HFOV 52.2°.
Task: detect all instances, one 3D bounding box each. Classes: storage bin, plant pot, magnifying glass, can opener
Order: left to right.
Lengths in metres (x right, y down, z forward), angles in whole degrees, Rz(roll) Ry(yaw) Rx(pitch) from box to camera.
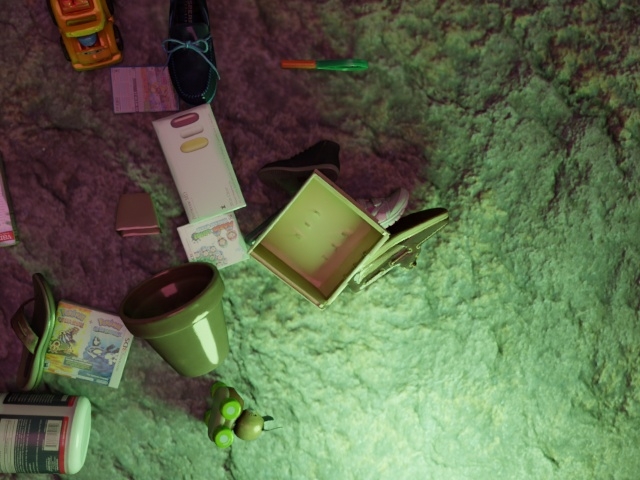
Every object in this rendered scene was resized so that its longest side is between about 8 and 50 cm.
[{"bbox_3d":[-0.466,-0.067,1.669,0.109,0.109,0.096,-5,82,-10],"label":"plant pot"},{"bbox_3d":[-0.343,0.216,1.654,0.263,0.263,0.229,-23,115,-8],"label":"plant pot"},{"bbox_3d":[-0.074,-0.067,1.742,0.283,0.095,0.076,-40,99,-6],"label":"can opener"},{"bbox_3d":[0.000,0.000,1.664,0.260,0.123,0.262,39,100,-9],"label":"storage bin"},{"bbox_3d":[0.011,-0.471,1.743,0.231,0.092,0.026,-1,97,0],"label":"magnifying glass"}]

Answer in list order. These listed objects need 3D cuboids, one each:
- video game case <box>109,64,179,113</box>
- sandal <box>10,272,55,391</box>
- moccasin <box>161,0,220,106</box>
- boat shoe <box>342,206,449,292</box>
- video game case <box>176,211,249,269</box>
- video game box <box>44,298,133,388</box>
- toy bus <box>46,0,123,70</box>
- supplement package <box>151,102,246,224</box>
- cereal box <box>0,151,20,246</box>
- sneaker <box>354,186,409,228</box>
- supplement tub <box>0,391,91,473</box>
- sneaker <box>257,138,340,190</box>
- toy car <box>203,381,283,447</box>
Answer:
[{"bbox_3d":[-0.453,-0.391,1.688,0.167,0.015,0.119,-4,94,-10],"label":"video game case"},{"bbox_3d":[-0.725,0.231,1.619,0.086,0.120,0.302,10,93,-39],"label":"sandal"},{"bbox_3d":[-0.332,-0.497,1.600,0.138,0.117,0.341,-11,73,-6],"label":"moccasin"},{"bbox_3d":[0.214,0.030,1.798,0.342,0.123,0.123,-31,106,-3],"label":"boat shoe"},{"bbox_3d":[-0.286,0.006,1.746,0.157,0.019,0.143,-20,98,-9],"label":"video game case"},{"bbox_3d":[-0.597,0.268,1.692,0.205,0.048,0.187,16,89,-12],"label":"video game box"},{"bbox_3d":[-0.568,-0.535,1.558,0.150,0.211,0.220,-16,98,-11],"label":"toy bus"},{"bbox_3d":[-0.304,-0.188,1.635,0.145,0.204,0.261,-21,98,-8],"label":"supplement package"},{"bbox_3d":[-0.861,-0.092,1.615,0.173,0.047,0.240,-9,96,-10],"label":"cereal box"},{"bbox_3d":[0.130,-0.074,1.777,0.252,0.103,0.111,-38,101,-7],"label":"sneaker"},{"bbox_3d":[-0.720,0.474,1.609,0.273,0.191,0.191,6,93,-11],"label":"supplement tub"},{"bbox_3d":[-0.053,-0.203,1.755,0.222,0.118,0.083,-2,138,11],"label":"sneaker"},{"bbox_3d":[-0.197,0.470,1.736,0.189,0.155,0.148,14,92,-21],"label":"toy car"}]
